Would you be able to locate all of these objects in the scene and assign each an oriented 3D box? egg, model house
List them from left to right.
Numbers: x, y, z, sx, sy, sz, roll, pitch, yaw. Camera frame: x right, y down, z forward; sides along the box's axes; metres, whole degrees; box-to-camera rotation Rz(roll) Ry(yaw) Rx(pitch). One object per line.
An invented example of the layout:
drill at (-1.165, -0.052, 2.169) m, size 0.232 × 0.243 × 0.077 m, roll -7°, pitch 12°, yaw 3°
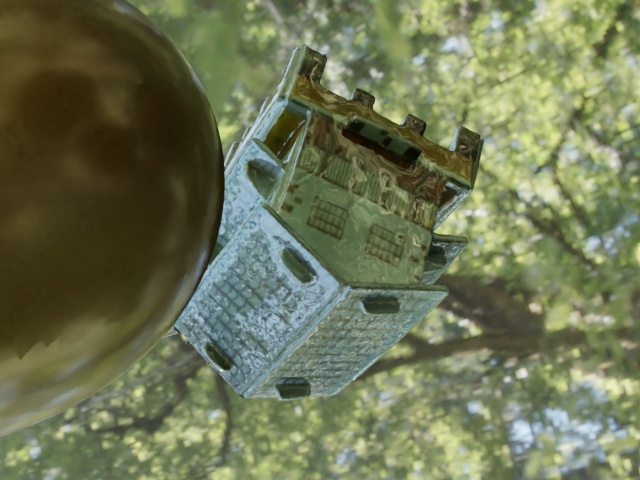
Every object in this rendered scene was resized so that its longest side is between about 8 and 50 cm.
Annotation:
egg at (-0.198, -0.018, 0.732) m, size 0.322 × 0.250 × 0.250 m, roll -28°, pitch -87°, yaw -42°
model house at (0.000, 0.000, 1.145) m, size 0.198 × 0.224 × 0.215 m, roll 27°, pitch -126°, yaw -11°

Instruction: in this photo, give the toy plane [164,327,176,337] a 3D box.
toy plane at (-0.069, 0.009, 1.320) m, size 0.255 × 0.101 × 0.251 m, roll 26°, pitch -116°, yaw 17°
